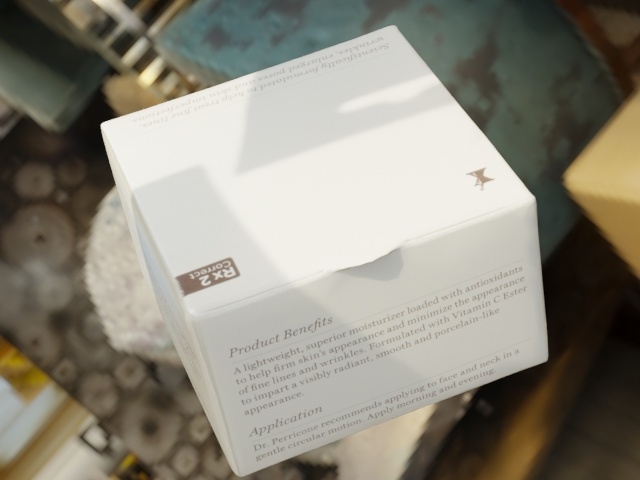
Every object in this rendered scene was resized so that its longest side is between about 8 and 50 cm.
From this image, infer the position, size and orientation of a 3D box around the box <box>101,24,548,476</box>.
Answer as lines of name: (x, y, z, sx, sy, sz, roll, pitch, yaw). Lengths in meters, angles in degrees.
box: (0.000, 0.000, 0.870, 0.182, 0.181, 0.119, -121, 15, -48)
